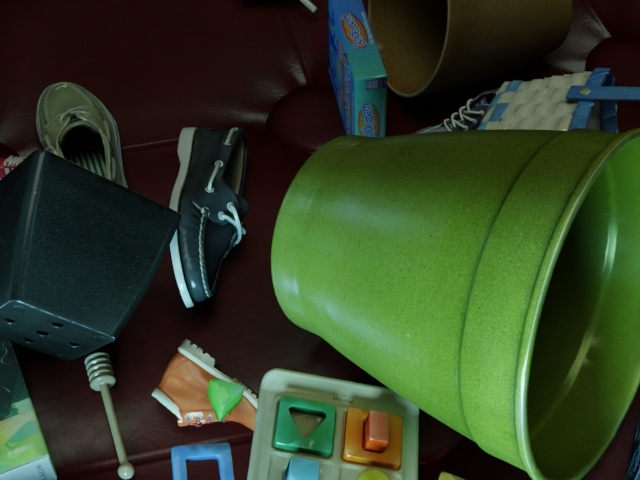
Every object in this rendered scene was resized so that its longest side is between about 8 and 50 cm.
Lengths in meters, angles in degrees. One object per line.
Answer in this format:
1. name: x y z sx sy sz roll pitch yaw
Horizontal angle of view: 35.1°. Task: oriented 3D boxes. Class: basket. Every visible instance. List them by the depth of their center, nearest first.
1. basket: 0.344 -0.089 1.241 0.289 0.255 0.201 14 48 27

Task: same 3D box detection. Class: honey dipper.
1. honey dipper: -0.239 0.199 1.149 0.030 0.030 0.161 -15 53 -12

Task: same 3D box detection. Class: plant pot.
1. plant pot: 0.148 0.032 1.098 0.353 0.366 0.366 16 49 35
2. plant pot: -0.298 0.032 1.166 0.187 0.188 0.167 26 57 -31
3. plant pot: 0.235 -0.333 1.494 0.254 0.237 0.237 -5 48 -24

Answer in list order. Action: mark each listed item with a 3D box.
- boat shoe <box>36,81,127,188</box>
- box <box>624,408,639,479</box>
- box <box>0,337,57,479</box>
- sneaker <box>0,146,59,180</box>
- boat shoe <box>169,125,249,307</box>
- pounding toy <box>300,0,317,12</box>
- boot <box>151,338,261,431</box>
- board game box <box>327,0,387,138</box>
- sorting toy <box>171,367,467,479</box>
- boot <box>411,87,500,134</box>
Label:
1. boat shoe: -0.323 -0.133 1.391 0.109 0.094 0.302 -20 52 -15
2. box: 0.374 0.171 1.068 0.051 0.175 0.220 17 51 14
3. box: -0.458 0.175 1.153 0.232 0.058 0.322 -20 53 -17
4. sneaker: -0.382 -0.098 1.304 0.118 0.067 0.042 23 37 0
5. boat shoe: -0.138 -0.045 1.301 0.091 0.114 0.303 -6 50 3
6. pounding toy: -0.070 -0.449 1.645 0.130 0.141 0.100 0 21 1
7. boot: -0.116 0.189 1.146 0.158 0.059 0.085 33 77 19
8. board game box: 0.050 -0.237 1.433 0.047 0.160 0.210 -9 49 -6
9. sorting toy: 0.020 0.229 1.060 0.347 0.047 0.196 11 52 -6
10. boot: 0.200 -0.164 1.416 0.190 0.086 0.069 -15 51 -12
